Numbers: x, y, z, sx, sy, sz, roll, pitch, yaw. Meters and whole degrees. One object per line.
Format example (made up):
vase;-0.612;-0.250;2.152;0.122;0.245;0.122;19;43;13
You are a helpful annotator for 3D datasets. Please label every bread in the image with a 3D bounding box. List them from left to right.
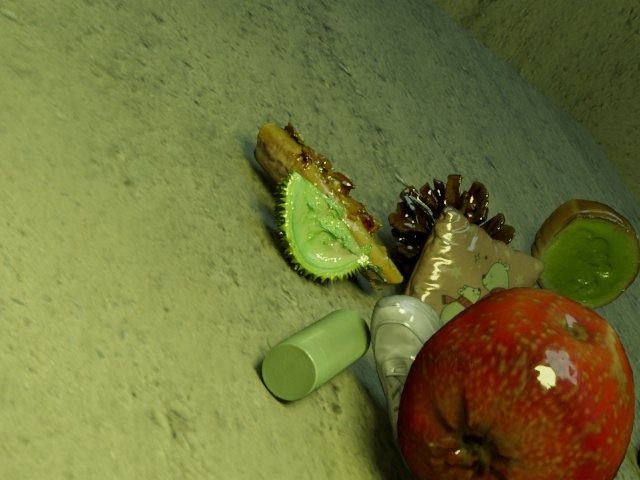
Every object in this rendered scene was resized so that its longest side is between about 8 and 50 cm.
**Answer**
bread;0.548;0.030;2.609;0.236;0.236;0.070;42;22;-17

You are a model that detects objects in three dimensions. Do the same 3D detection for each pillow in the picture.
pillow;0.215;0.087;1.891;0.236;0.223;0.084;28;-2;-36

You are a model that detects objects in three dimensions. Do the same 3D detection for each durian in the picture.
durian;0.000;0.000;1.742;0.215;0.100;0.086;49;20;-22

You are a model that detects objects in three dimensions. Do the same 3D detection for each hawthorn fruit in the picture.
hawthorn fruit;0.231;0.186;1.462;0.275;0.275;0.300;43;48;-14

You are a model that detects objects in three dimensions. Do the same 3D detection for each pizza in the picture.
pizza;0.017;-0.054;1.846;0.305;0.085;0.161;48;1;0

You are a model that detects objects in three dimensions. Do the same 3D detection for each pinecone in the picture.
pinecone;0.213;-0.004;2.038;0.229;0.202;0.201;-67;146;-68

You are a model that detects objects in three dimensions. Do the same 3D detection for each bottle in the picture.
bottle;-0.002;0.137;1.533;0.072;0.072;0.201;51;21;7

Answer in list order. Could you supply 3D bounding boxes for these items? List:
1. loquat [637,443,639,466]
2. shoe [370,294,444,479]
loquat;0.655;0.393;2.306;0.163;0.137;0.163;39;6;-5
shoe;0.117;0.188;1.582;0.138;0.095;0.245;-66;139;-54
